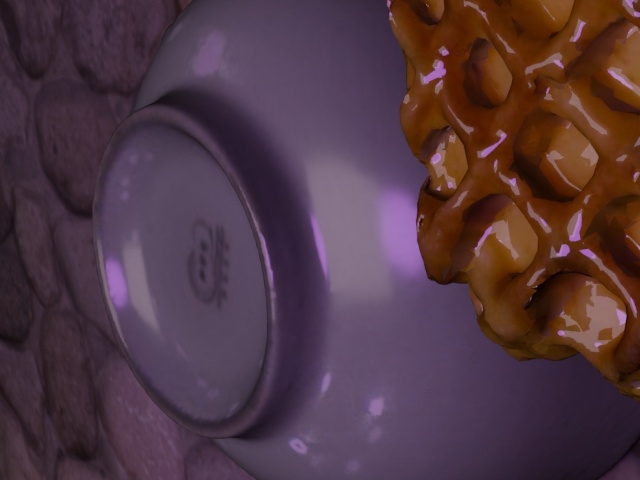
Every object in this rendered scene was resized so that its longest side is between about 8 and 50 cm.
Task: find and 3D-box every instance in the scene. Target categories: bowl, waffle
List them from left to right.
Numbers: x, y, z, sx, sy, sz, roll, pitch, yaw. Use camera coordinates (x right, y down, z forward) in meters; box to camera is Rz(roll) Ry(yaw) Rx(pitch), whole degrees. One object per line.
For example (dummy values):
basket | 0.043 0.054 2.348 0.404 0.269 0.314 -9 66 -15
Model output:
bowl | 0.000 0.000 0.836 0.354 0.185 0.353 22 118 49
waffle | 0.154 -0.097 0.595 0.261 0.151 0.324 0 99 31
